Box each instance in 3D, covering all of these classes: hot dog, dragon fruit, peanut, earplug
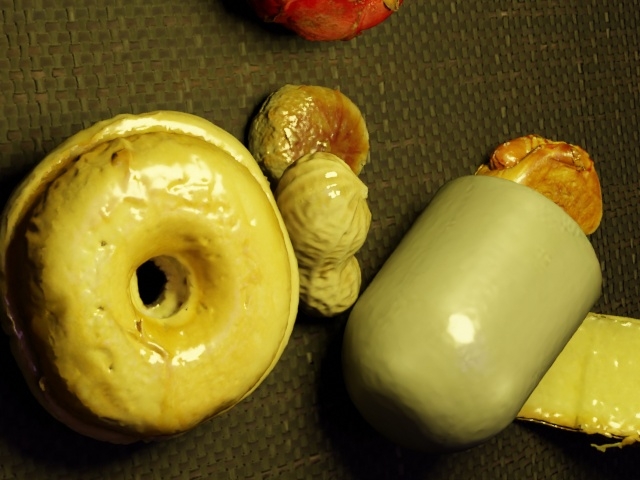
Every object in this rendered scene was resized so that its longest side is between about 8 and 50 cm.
[{"bbox_3d":[0.386,-0.104,2.231,0.256,0.150,0.153,14,89,-36],"label":"hot dog"},{"bbox_3d":[0.005,-0.437,1.861,0.301,0.295,0.296,36,65,-60],"label":"dragon fruit"},{"bbox_3d":[0.000,0.000,1.881,0.153,0.140,0.325,-19,141,-10],"label":"peanut"},{"bbox_3d":[0.214,0.137,1.968,0.313,0.312,0.394,53,56,-24],"label":"earplug"}]

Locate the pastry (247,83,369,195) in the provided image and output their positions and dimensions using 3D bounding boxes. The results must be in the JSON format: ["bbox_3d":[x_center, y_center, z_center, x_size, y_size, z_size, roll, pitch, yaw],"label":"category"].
[{"bbox_3d":[-0.016,-0.143,1.950,0.192,0.093,0.182,1,90,-38],"label":"pastry"}]

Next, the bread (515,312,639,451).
[{"bbox_3d":[0.507,0.244,2.222,0.279,0.315,0.249,11,80,-27],"label":"bread"}]

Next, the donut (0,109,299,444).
[{"bbox_3d":[-0.222,0.050,1.695,0.448,0.198,0.449,-4,98,-30],"label":"donut"}]
